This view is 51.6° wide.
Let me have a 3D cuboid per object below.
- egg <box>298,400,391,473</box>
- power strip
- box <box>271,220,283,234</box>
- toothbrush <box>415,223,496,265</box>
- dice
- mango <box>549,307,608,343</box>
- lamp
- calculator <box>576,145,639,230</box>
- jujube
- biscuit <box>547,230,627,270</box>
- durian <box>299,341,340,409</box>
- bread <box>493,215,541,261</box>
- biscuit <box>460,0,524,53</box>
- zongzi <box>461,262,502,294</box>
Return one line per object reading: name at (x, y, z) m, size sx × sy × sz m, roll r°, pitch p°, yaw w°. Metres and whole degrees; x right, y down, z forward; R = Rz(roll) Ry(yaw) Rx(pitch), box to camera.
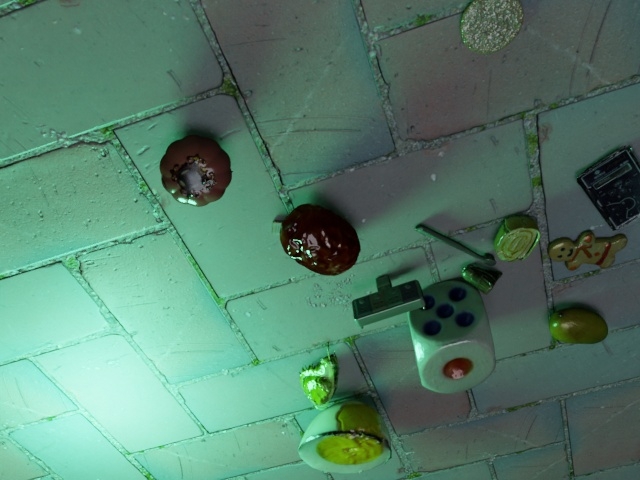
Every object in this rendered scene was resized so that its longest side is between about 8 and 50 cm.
egg at (0.091, 0.702, 2.420) m, size 0.336 × 0.201 × 0.337 m, roll 2°, pitch 133°, yaw 2°
power strip at (0.202, 0.173, 2.000) m, size 0.215 × 0.145 × 0.061 m, roll -18°, pitch 130°, yaw 11°
box at (-0.096, -0.034, 1.876) m, size 0.083 × 0.012 × 0.046 m, roll 2°, pitch 130°, yaw -8°
toothbrush at (0.403, 0.013, 1.959) m, size 0.297 × 0.031 × 0.030 m, roll 22°, pitch 134°, yaw -22°
dice at (0.403, 0.300, 2.066) m, size 0.243 × 0.251 × 0.259 m, roll -14°, pitch 131°, yaw 9°
mango at (0.869, 0.285, 2.208) m, size 0.237 × 0.091 × 0.137 m, roll 6°, pitch 136°, yaw -19°
lamp at (-0.310, -0.176, 1.656) m, size 0.182 × 0.140 × 0.182 m, roll -1°, pitch 113°, yaw -2°
calculator at (0.847, -0.143, 1.867) m, size 0.165 × 0.028 × 0.274 m, roll -34°, pitch 126°, yaw 22°
jujube at (0.000, 0.000, 1.816) m, size 0.174 × 0.174 × 0.250 m, roll -39°, pitch 139°, yaw 25°
biscuit at (0.805, 0.035, 2.020) m, size 0.234 × 0.030 × 0.153 m, roll 5°, pitch 129°, yaw -11°
durian at (-0.005, 0.490, 2.286) m, size 0.106 × 0.132 × 0.375 m, roll -17°, pitch 142°, yaw -24°
bread at (0.571, -0.002, 1.939) m, size 0.117 × 0.064 × 0.156 m, roll 13°, pitch 130°, yaw -11°
biscuit at (0.391, -0.498, 1.512) m, size 0.152 × 0.020 × 0.152 m, roll -3°, pitch 130°, yaw -4°
zongzi at (0.496, 0.100, 2.041) m, size 0.109 × 0.119 × 0.055 m, roll 38°, pitch 133°, yaw 12°
